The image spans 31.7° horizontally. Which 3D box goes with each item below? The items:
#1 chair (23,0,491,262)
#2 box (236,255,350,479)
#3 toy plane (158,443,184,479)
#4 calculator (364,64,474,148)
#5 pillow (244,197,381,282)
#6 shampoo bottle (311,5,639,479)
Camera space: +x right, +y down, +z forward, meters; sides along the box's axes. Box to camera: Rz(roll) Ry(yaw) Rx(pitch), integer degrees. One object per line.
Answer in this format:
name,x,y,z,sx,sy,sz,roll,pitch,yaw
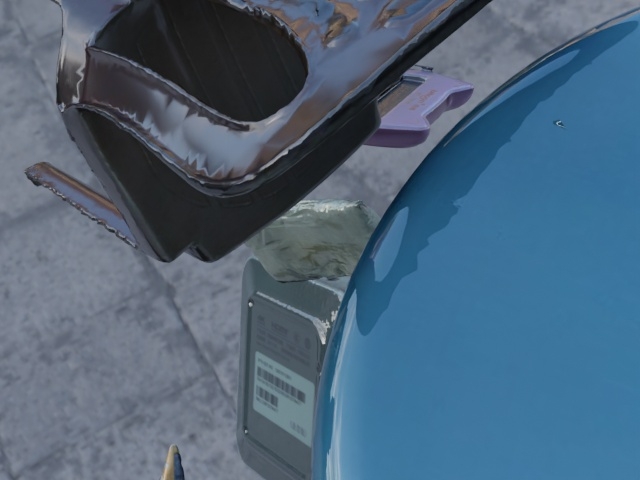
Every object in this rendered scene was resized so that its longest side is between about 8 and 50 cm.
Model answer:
chair,-0.026,-0.076,0.486,0.175,0.183,0.326,-40,45,-16
box,-0.024,0.239,1.894,0.111,0.397,0.396,-3,10,-30
toy plane,-0.208,0.467,1.696,0.103,0.316,0.204,8,-1,-10
calculator,0.031,-0.179,1.421,0.294,0.043,0.194,14,36,26
pillow,0.000,0.000,1.230,0.229,0.148,0.050,-1,58,44
shampoo bottle,0.193,0.123,0.431,0.331,0.343,0.331,-9,59,15
